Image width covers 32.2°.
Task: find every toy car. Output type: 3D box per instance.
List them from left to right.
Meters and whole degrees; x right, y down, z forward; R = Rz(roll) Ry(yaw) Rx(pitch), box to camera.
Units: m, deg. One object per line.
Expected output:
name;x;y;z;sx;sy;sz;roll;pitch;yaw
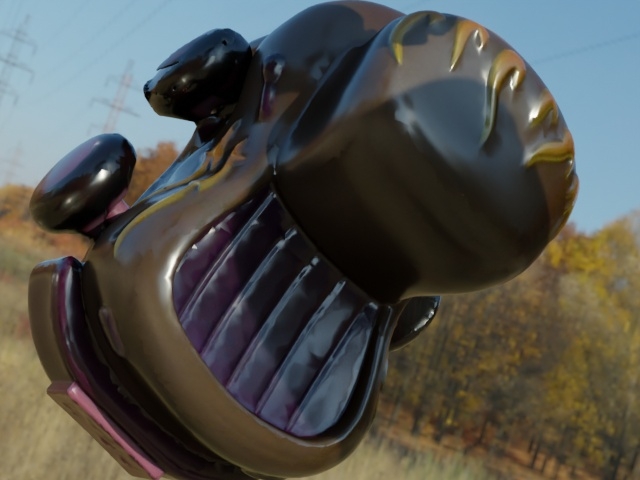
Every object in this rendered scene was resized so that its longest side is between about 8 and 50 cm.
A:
toy car;0.000;0.000;0.698;0.271;0.341;0.240;49;-28;-22
